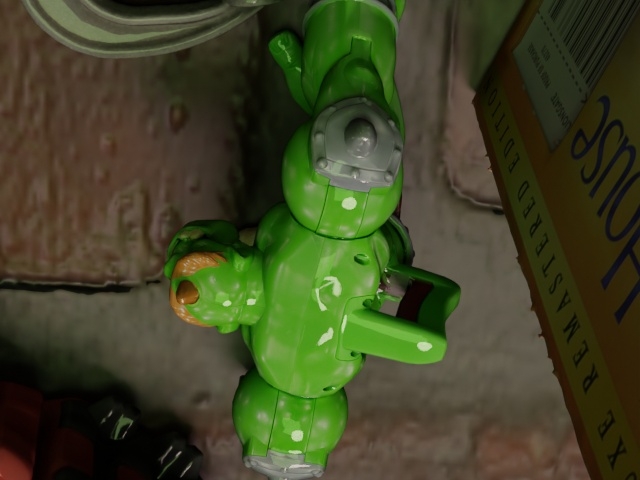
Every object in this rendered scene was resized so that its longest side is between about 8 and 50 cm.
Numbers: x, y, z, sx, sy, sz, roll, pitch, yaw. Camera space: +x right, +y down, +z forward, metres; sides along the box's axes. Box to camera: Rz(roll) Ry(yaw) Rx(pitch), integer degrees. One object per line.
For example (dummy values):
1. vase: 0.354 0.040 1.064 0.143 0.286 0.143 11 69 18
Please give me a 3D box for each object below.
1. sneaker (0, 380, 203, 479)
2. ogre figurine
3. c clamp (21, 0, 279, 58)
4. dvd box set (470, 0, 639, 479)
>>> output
1. sneaker: -0.176 0.083 0.593 0.276 0.098 0.135 37 109 -18
2. ogre figurine: 0.000 0.000 0.540 0.097 0.118 0.197 28 113 -13
3. c clamp: -0.046 -0.136 0.525 0.137 0.022 0.161 2 116 -1
4. dvd box set: 0.174 -0.139 0.364 0.062 0.308 0.420 22 114 -13
